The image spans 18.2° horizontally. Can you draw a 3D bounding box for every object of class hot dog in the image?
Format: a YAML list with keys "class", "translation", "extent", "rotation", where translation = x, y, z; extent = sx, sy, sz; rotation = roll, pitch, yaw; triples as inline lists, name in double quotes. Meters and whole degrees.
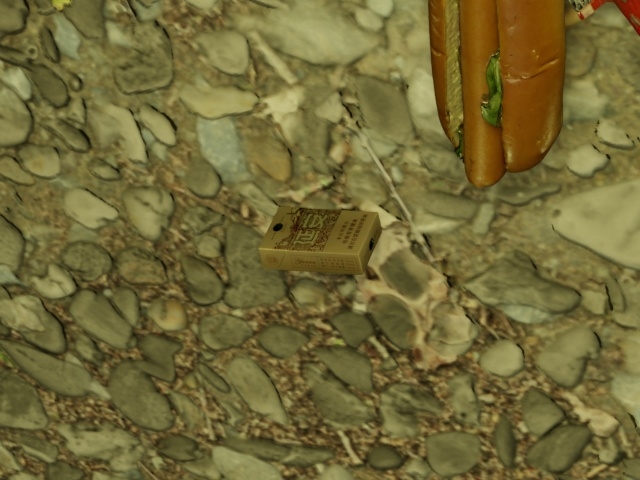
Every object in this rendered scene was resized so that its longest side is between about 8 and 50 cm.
- class: "hot dog"
  translation: [0.114, -0.143, 1.327]
  extent: [0.100, 0.068, 0.249]
  rotation: [22, 138, 30]

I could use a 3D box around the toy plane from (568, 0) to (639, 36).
- class: "toy plane"
  translation: [0.216, -0.149, 1.275]
  extent: [0.194, 0.126, 0.077]
  rotation: [51, 163, -24]

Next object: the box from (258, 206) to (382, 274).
- class: "box"
  translation: [0.000, 0.000, 1.528]
  extent: [0.083, 0.053, 0.024]
  rotation: [4, 131, 19]
